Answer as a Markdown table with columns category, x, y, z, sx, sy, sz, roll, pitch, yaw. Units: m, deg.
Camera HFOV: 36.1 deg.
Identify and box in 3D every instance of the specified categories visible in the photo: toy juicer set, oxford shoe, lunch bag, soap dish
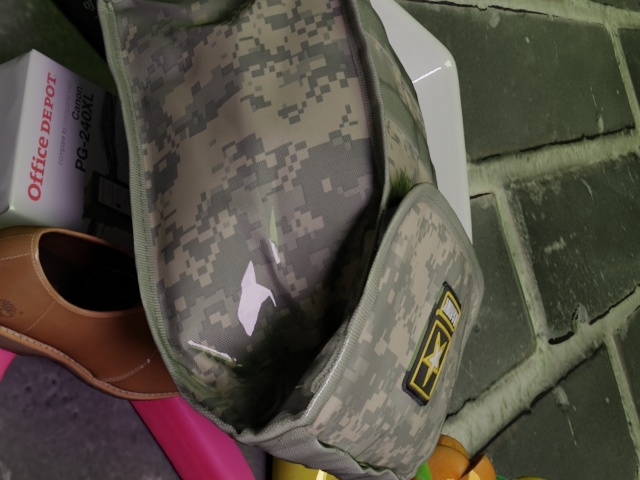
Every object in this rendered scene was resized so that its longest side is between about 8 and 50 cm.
| category | x | y | z | sx | sy | sz | roll | pitch | yaw |
| --- | --- | --- | --- | --- | --- | --- | --- | --- | --- |
| toy juicer set | 0.128 | 0.205 | 0.804 | 0.329 | 0.209 | 0.090 | 33 | 59 | -44 |
| oxford shoe | -0.107 | 0.044 | 0.562 | 0.212 | 0.076 | 0.076 | 27 | 51 | -53 |
| lunch bag | 0.000 | 0.000 | 0.581 | 0.235 | 0.169 | 0.287 | 47 | 28 | -64 |
| soap dish | 0.031 | -0.073 | 0.858 | 0.229 | 0.118 | 0.291 | 25 | 57 | -49 |

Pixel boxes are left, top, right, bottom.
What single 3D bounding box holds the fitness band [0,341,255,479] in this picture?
| category | x | y | z | sx | sy | sz | roll | pitch | yaw |
| --- | --- | --- | --- | --- | --- | --- | --- | --- | --- |
| fitness band | -0.125 | 0.164 | 0.590 | 0.291 | 0.054 | 0.209 | 62 | 35 | -20 |

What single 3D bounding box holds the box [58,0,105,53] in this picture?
| category | x | y | z | sx | sy | sz | roll | pitch | yaw |
| --- | --- | --- | --- | --- | --- | --- | --- | --- | --- |
| box | -0.115 | -0.357 | 0.601 | 0.395 | 0.293 | 0.212 | 50 | 40 | -32 |

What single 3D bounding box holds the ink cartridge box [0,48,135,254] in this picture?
| category | x | y | z | sx | sy | sz | roll | pitch | yaw |
| --- | --- | --- | --- | --- | --- | --- | --- | --- | --- |
| ink cartridge box | -0.151 | -0.035 | 0.624 | 0.150 | 0.063 | 0.109 | 28 | 54 | -48 |
